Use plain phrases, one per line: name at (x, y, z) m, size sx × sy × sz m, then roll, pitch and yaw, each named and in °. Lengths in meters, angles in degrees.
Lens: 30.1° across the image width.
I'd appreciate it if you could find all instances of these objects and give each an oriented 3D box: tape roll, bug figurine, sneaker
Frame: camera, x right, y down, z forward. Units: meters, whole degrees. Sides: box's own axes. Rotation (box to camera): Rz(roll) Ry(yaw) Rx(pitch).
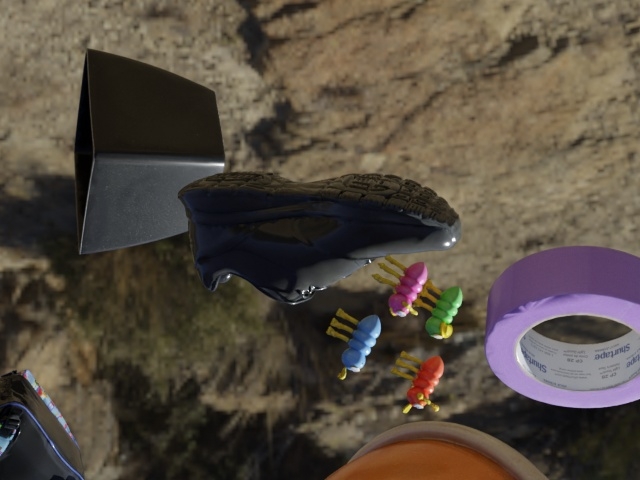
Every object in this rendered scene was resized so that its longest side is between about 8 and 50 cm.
tape roll at (0.376, 0.129, 1.716) m, size 0.275 × 0.090 × 0.274 m, roll 6°, pitch 140°, yaw 5°
bug figurine at (0.133, 0.145, 1.834) m, size 0.072 × 0.216 × 0.279 m, roll 19°, pitch 170°, yaw 42°
sneaker at (0.000, 0.000, 1.168) m, size 0.286 × 0.130 × 0.109 m, roll 3°, pitch -165°, yaw 24°

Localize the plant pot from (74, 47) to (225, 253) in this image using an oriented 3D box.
plant pot at (-0.216, -0.108, 1.496) m, size 0.167 × 0.188 × 0.187 m, roll 1°, pitch 140°, yaw -18°

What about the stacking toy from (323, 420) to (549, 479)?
stacking toy at (-0.036, 0.328, 0.917) m, size 0.480 × 0.350 × 0.351 m, roll 3°, pitch 160°, yaw -42°

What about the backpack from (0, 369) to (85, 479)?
backpack at (-0.360, 0.243, 1.284) m, size 0.173 × 0.117 × 0.158 m, roll -31°, pitch 118°, yaw 0°
